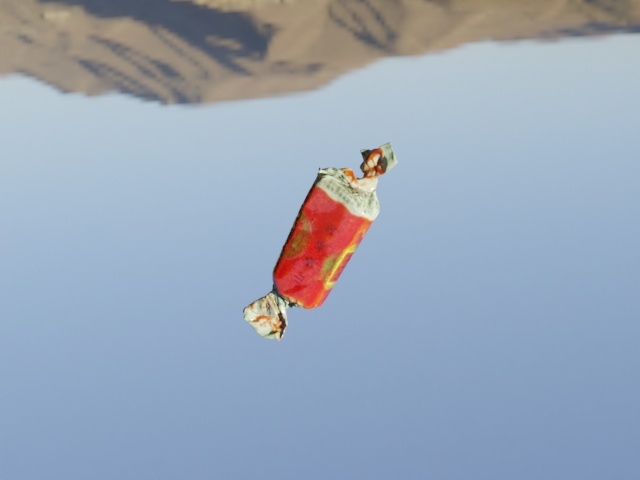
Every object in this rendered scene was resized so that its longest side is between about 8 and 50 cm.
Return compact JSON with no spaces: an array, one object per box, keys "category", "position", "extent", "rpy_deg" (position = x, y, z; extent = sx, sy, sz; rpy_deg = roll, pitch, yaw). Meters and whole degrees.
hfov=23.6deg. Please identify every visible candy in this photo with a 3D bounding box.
[{"category":"candy","position":[0.000,0.001,1.819],"extent":[0.086,0.292,0.059],"rpy_deg":[36,-160,16]}]
